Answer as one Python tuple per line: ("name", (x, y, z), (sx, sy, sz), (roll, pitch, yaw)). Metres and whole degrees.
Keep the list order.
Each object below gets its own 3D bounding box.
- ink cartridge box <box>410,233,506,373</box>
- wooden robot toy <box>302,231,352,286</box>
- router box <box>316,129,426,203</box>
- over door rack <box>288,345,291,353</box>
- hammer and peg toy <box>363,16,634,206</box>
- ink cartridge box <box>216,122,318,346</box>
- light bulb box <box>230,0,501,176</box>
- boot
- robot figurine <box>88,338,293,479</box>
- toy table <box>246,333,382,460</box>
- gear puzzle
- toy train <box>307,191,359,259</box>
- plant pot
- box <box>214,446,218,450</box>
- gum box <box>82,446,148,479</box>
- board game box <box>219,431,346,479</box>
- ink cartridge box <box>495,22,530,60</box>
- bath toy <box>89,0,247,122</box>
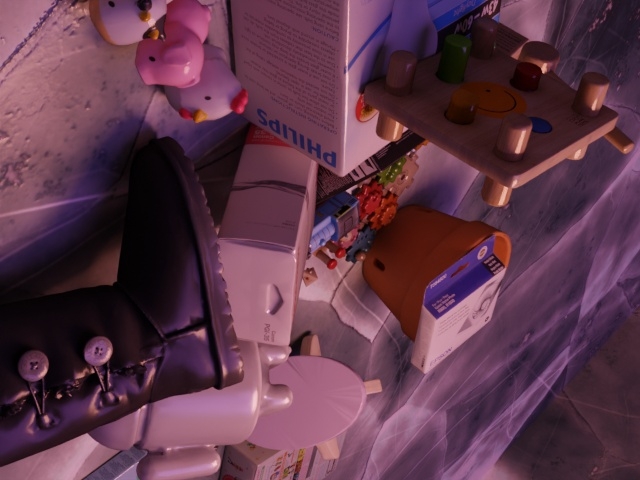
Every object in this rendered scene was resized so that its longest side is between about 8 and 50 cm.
("ink cartridge box", (0.275, 0.125, 1.988), (0.223, 0.045, 0.224), (-33, 145, -33))
("wooden robot toy", (0.000, 0.000, 1.854), (0.173, 0.076, 0.079), (-55, 140, 1))
("router box", (0.121, -0.186, 1.686), (0.309, 0.081, 0.243), (-36, -174, -31))
("over door rack", (-0.177, 0.222, 1.781), (0.239, 0.108, 0.324), (-50, 150, -11))
("hammer and peg toy", (0.269, -0.196, 1.376), (0.361, 0.266, 0.127), (-28, 141, -38))
("ink cartridge box", (-0.077, -0.014, 1.528), (0.283, 0.117, 0.207), (-79, 176, -48))
("light bulb box", (0.072, -0.348, 1.434), (0.358, 0.225, 0.361), (-36, 145, -30))
("boot", (-0.352, 0.082, 1.326), (0.445, 0.366, 0.146), (-15, -179, -22))
("robot figurine", (-0.224, 0.216, 1.545), (0.354, 0.299, 0.200), (2, 159, -22))
("toy table", (-0.026, 0.311, 1.991), (0.161, 0.274, 0.252), (14, 75, -70))
("gear puzzle", (0.139, -0.102, 1.970), (0.339, 0.044, 0.175), (-56, 151, 2))
("toy train", (-0.019, -0.029, 1.752), (0.184, 0.105, 0.080), (-38, 146, -28))
("plant pot", (0.228, 0.058, 2.105), (0.291, 0.203, 0.290), (-35, 145, -29))
("box", (-0.244, 0.426, 1.984), (0.067, 0.018, 0.083), (-60, 151, 9))
("gum box", (-0.375, 0.460, 1.805), (0.184, 0.041, 0.157), (-33, 145, -32))
("board game box", (-0.078, 0.470, 2.197), (0.303, 0.098, 0.224), (-25, 139, -44))
("ink cartridge box", (0.282, -0.302, 1.821), (0.088, 0.193, 0.234), (-45, 149, -13))
("bath toy", (-0.184, -0.256, 1.254), (0.151, 0.129, 0.348), (-48, 151, -12))
